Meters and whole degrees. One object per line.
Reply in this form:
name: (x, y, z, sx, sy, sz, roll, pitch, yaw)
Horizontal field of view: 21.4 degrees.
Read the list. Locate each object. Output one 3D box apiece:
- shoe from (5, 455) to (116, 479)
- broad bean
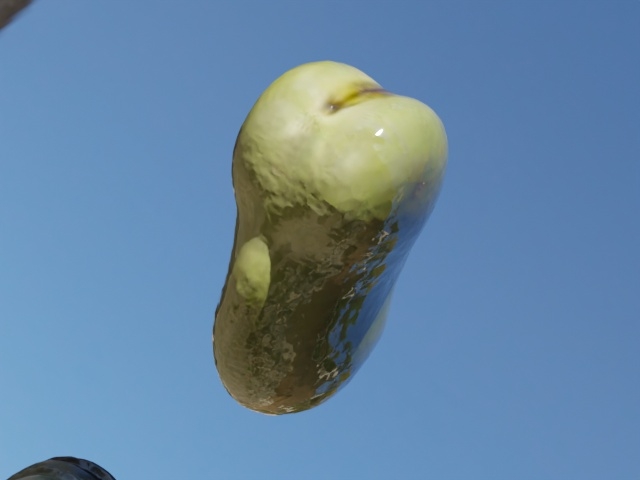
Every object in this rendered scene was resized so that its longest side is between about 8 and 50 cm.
shoe: (-0.203, 0.232, 0.796, 0.109, 0.293, 0.149, 34, 7, 15)
broad bean: (0.000, 0.000, 1.096, 0.121, 0.189, 0.263, 34, -48, 18)
